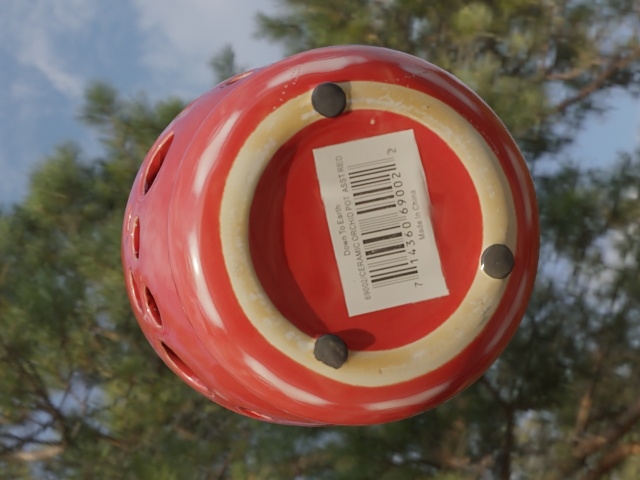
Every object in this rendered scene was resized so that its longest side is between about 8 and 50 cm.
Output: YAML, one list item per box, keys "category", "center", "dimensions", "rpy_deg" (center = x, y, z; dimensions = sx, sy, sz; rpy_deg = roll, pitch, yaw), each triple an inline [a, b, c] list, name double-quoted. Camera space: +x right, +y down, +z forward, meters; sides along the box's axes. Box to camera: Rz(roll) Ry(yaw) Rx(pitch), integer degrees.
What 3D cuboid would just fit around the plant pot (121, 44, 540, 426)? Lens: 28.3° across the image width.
- category: "plant pot"
  center: [0.000, 0.000, 0.621]
  dimensions: [0.191, 0.174, 0.191]
  rpy_deg: [0, -92, -10]
